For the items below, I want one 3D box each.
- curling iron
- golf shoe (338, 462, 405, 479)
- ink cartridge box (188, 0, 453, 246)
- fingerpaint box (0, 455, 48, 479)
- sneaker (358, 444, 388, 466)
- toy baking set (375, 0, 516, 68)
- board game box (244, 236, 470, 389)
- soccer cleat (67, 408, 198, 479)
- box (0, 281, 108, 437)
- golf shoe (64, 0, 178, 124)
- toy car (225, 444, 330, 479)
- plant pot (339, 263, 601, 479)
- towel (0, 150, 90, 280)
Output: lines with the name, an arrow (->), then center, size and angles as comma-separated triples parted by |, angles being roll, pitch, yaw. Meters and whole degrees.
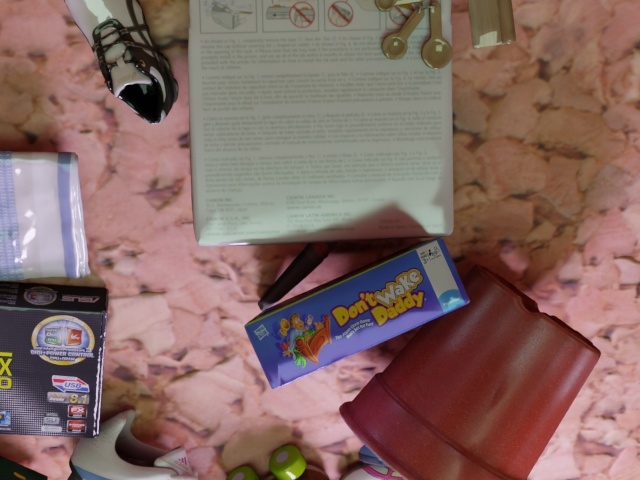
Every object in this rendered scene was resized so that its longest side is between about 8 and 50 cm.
curling iron -> 0.000, 0.000, 1.619 | 0.035, 0.068, 0.274 | 21, 123, -26
golf shoe -> 0.118, 0.371, 1.848 | 0.186, 0.086, 0.068 | 0, 124, -5
ink cartridge box -> -0.002, -0.190, 1.469 | 0.308, 0.091, 0.385 | -2, 97, -6
fingerpaint box -> -0.642, 0.464, 1.708 | 0.371, 0.163, 0.445 | 29, 102, -19
sneaker -> 0.158, 0.284, 1.819 | 0.209, 0.069, 0.082 | -5, 91, 6
toy baking set -> 0.123, -0.312, 1.404 | 0.196, 0.030, 0.256 | -33, 98, -2
board game box -> 0.041, 0.080, 1.493 | 0.233, 0.347, 0.078 | -24, 89, 0
soccer cleat -> -0.203, 0.377, 1.746 | 0.331, 0.116, 0.143 | 43, 101, -2
box -> -0.423, 0.158, 1.661 | 0.270, 0.060, 0.216 | 5, 122, -10
golf shoe -> -0.225, -0.219, 1.428 | 0.077, 0.094, 0.198 | -29, 120, 13
toy car -> -0.045, 0.423, 1.798 | 0.148, 0.188, 0.155 | -27, 122, 10
plant pot -> 0.210, 0.193, 1.639 | 0.272, 0.272, 0.265 | 33, 95, -24
towel -> -0.430, -0.023, 1.534 | 0.284, 0.034, 0.209 | -2, 134, -9
